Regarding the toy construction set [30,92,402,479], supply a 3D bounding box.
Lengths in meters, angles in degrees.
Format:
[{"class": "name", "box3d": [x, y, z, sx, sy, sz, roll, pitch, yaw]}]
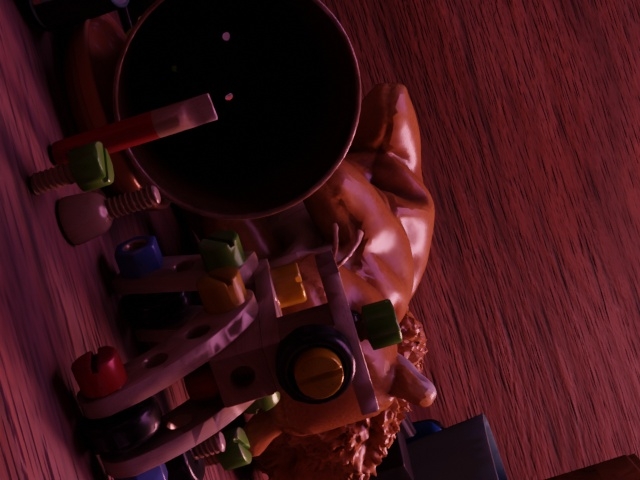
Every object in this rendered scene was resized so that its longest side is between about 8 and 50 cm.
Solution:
[{"class": "toy construction set", "box3d": [-0.067, 0.033, 0.937, 0.257, 0.237, 0.309, -2, 75, -82]}]

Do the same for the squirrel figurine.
[{"class": "squirrel figurine", "box3d": [0.019, 0.095, 1.228, 0.370, 0.281, 0.397, -102, 176, -59]}]

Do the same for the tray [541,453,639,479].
[{"class": "tray", "box3d": [0.388, 0.386, 1.726, 0.411, 0.202, 0.076, 30, 42, -79]}]

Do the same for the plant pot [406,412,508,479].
[{"class": "plant pot", "box3d": [0.165, 0.422, 1.712, 0.293, 0.235, 0.293, -17, 90, -83]}]

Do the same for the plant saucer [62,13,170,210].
[{"class": "plant saucer", "box3d": [-0.193, -0.120, 1.129, 0.200, 0.037, 0.200, -18, 90, -81]}]

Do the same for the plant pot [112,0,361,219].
[{"class": "plant pot", "box3d": [-0.092, -0.150, 1.129, 0.230, 0.215, 0.215, -129, -161, -72]}]

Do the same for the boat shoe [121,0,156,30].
[{"class": "boat shoe", "box3d": [-0.171, -0.213, 1.333, 0.076, 0.080, 0.228, 11, 60, -79]}]

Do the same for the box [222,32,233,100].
[{"class": "box", "box3d": [-0.114, -0.182, 1.467, 0.170, 0.130, 0.091, 45, 29, -72]}]

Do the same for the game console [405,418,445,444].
[{"class": "game console", "box3d": [0.171, 0.438, 2.000, 0.173, 0.250, 0.293, -17, 89, -56]}]

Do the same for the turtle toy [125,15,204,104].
[{"class": "turtle toy", "box3d": [-0.170, -0.175, 1.265, 0.066, 0.095, 0.130, -164, -125, -74]}]

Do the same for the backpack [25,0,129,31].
[{"class": "backpack", "box3d": [-0.210, -0.298, 1.028, 0.166, 0.144, 0.188, -79, 148, -62]}]

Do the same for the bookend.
[{"class": "bookend", "box3d": [0.050, 0.305, 1.456, 0.072, 0.157, 0.156, 62, 13, -53]}]
